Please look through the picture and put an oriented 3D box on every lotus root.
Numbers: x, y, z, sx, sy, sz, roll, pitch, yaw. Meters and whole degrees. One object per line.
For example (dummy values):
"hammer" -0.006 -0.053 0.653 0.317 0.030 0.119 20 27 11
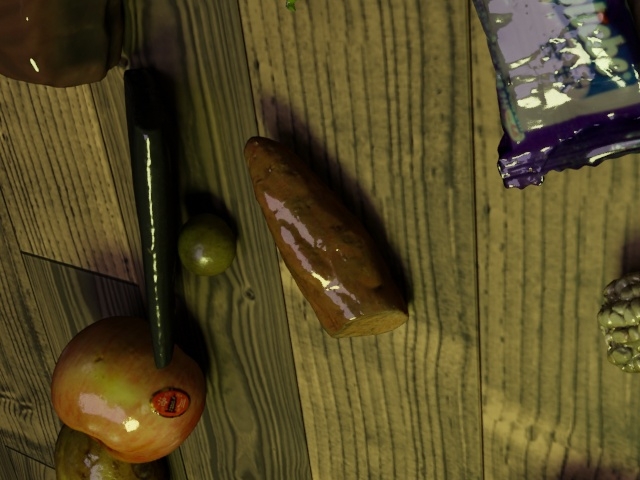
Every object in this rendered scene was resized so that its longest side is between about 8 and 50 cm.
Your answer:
"lotus root" -0.319 0.354 1.325 0.169 0.141 0.314 0 107 35

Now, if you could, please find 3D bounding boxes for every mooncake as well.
"mooncake" -0.299 -0.313 0.865 0.326 0.174 0.334 -12 108 39

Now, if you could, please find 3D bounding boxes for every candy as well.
"candy" 0.171 -0.175 0.660 0.145 0.070 0.275 -9 107 34

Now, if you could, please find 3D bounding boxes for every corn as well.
"corn" 0.322 0.049 0.682 0.211 0.087 0.087 -21 103 37

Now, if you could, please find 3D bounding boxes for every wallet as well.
"wallet" -0.189 -0.023 0.999 0.170 0.044 0.321 -115 22 -54

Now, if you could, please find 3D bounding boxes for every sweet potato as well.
"sweet potato" 0.000 0.000 0.885 0.097 0.097 0.251 -25 102 44

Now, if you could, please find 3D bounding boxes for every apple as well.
"apple" -0.248 0.195 1.125 0.209 0.164 0.209 33 158 15

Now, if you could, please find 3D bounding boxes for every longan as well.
"longan" -0.134 0.003 1.016 0.083 0.075 0.075 -120 23 -57

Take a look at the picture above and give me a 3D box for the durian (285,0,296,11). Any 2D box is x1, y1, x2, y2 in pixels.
"durian" -0.076 -0.336 0.617 0.256 0.204 0.339 40 172 28
